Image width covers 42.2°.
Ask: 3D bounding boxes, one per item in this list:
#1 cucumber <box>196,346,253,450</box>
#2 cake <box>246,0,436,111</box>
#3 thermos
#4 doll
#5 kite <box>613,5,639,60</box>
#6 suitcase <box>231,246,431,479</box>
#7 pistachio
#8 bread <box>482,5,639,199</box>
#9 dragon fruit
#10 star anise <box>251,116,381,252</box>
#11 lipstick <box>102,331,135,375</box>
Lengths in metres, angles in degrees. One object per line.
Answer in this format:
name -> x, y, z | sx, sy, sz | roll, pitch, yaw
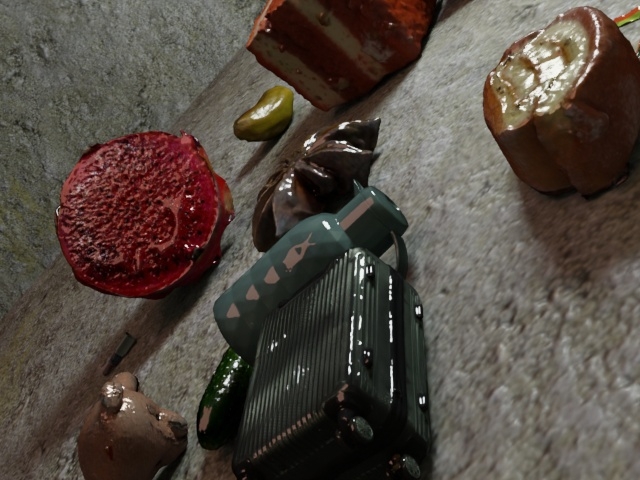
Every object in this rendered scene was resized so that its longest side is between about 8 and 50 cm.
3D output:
cucumber -> -0.132, 0.213, 1.226 | 0.069, 0.069, 0.227 | -36, 21, 33
cake -> 0.043, -0.463, 1.728 | 0.319, 0.269, 0.270 | -32, 28, 43
thermos -> 0.001, 0.057, 1.125 | 0.286, 0.145, 0.182 | -43, 54, 15
doll -> -0.283, 0.304, 1.319 | 0.303, 0.156, 0.201 | -170, 77, -87
kite -> 0.429, -0.295, 1.020 | 0.183, 0.014, 0.241 | -17, 40, 57
suitcase -> 0.015, 0.161, 0.917 | 0.202, 0.128, 0.312 | -40, 23, 25
pistachio -> -0.127, -0.302, 2.045 | 0.110, 0.100, 0.189 | 22, 56, 43
bread -> 0.277, -0.154, 0.939 | 0.190, 0.123, 0.244 | -40, 24, 20
dragon fruit -> -0.365, -0.044, 1.810 | 0.386, 0.371, 0.249 | -52, -15, -5
star anise -> -0.011, -0.102, 1.451 | 0.315, 0.108, 0.315 | -36, 23, 18
lipstick -> -0.453, 0.257, 1.850 | 0.107, 0.025, 0.025 | -57, 21, 1
